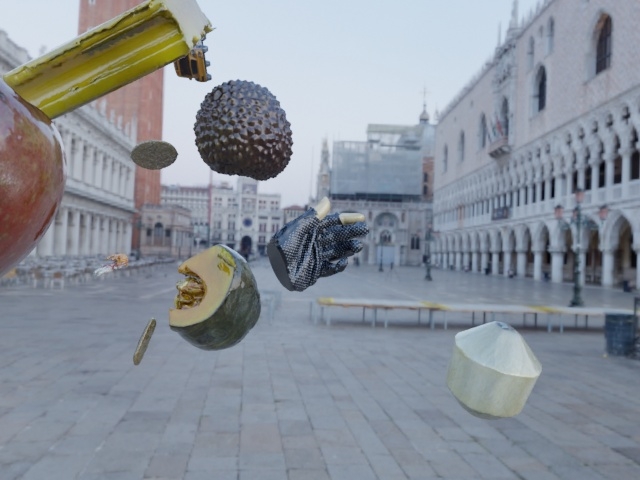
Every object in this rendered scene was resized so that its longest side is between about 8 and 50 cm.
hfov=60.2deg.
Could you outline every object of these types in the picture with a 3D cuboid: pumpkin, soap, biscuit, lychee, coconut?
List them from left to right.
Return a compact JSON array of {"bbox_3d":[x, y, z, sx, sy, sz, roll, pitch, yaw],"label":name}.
[{"bbox_3d":[-0.356,-0.324,0.951,0.325,0.096,0.204,-21,29,13],"label":"soap"},{"bbox_3d":[-0.504,0.288,1.585,0.019,0.147,0.071,13,-34,2],"label":"biscuit"},{"bbox_3d":[-0.427,-0.219,1.420,0.120,0.015,0.120,-11,-28,-6],"label":"biscuit"},{"bbox_3d":[-0.321,0.183,1.710,0.257,0.302,0.225,-3,-25,15],"label":"pumpkin"},{"bbox_3d":[-0.196,-0.287,1.442,0.268,0.267,0.267,2,-1,0],"label":"lychee"},{"bbox_3d":[0.397,0.290,1.279,0.202,0.221,0.202,12,21,-5],"label":"coconut"}]

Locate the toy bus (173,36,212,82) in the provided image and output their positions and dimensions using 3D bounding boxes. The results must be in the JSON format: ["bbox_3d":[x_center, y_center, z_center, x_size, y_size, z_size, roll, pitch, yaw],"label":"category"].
[{"bbox_3d":[-0.321,-0.456,1.380,0.088,0.083,0.194,-8,33,-9],"label":"toy bus"}]

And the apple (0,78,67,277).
[{"bbox_3d":[-0.469,-0.087,0.600,0.349,0.276,0.348,32,-9,6],"label":"apple"}]

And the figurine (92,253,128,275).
[{"bbox_3d":[-0.596,0.070,1.576,0.064,0.047,0.109,9,26,29],"label":"figurine"}]

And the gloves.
[{"bbox_3d":[0.000,0.002,0.986,0.181,0.129,0.106,-29,-1,-23],"label":"gloves"}]
